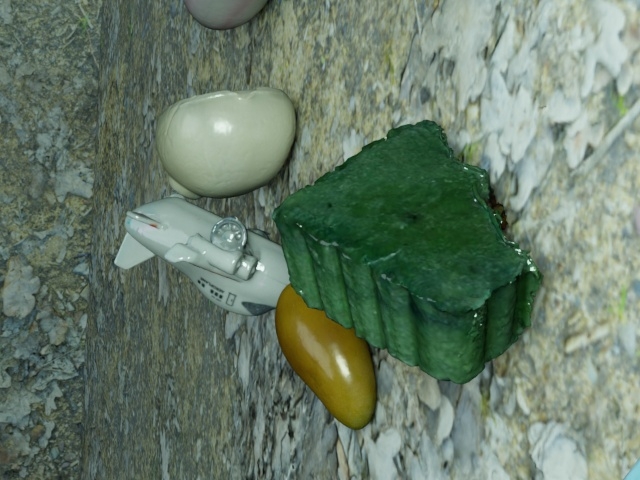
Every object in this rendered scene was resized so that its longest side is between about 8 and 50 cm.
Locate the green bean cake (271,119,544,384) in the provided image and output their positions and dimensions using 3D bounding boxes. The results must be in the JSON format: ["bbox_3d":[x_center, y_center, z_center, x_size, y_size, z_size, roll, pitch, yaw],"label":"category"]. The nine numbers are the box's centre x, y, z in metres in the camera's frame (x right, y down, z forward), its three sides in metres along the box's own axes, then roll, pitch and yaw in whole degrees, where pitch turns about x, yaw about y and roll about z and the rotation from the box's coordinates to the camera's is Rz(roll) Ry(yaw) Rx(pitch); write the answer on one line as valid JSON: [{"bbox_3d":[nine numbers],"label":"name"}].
[{"bbox_3d":[0.093,0.004,0.750,0.208,0.193,0.107,28,137,40],"label":"green bean cake"}]

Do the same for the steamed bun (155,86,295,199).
[{"bbox_3d":[-0.123,-0.120,1.218,0.228,0.177,0.131,174,88,-66],"label":"steamed bun"}]

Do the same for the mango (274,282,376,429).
[{"bbox_3d":[0.006,0.117,1.019,0.184,0.085,0.102,65,148,36],"label":"mango"}]

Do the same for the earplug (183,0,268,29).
[{"bbox_3d":[-0.117,-0.373,1.255,0.301,0.172,0.172,138,129,-70],"label":"earplug"}]

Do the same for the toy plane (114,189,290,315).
[{"bbox_3d":[-0.135,0.019,1.184,0.252,0.252,0.118,20,88,66],"label":"toy plane"}]

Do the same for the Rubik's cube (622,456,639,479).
[{"bbox_3d":[0.247,0.099,0.247,0.225,0.221,0.231,-115,33,-45],"label":"Rubik's cube"}]
